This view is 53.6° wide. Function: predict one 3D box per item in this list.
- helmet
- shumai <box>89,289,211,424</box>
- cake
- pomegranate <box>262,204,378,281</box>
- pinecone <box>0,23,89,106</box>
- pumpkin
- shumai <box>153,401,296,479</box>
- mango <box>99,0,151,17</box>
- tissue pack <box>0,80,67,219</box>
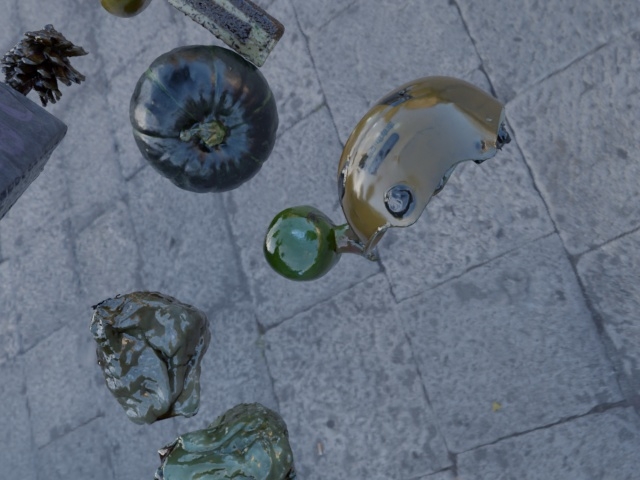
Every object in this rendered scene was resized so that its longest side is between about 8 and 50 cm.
[{"bbox_3d":[0.098,-0.098,0.712,0.224,0.198,0.130,-40,86,24],"label":"helmet"},{"bbox_3d":[-0.242,0.189,0.987,0.185,0.183,0.218,57,159,19],"label":"shumai"},{"bbox_3d":[-0.194,-0.484,1.381,0.112,0.246,0.135,-52,38,14],"label":"cake"},{"bbox_3d":[0.000,0.000,1.080,0.191,0.152,0.131,-7,98,21],"label":"pomegranate"},{"bbox_3d":[-0.616,-0.387,1.411,0.195,0.150,0.179,-41,24,-9],"label":"pinecone"},{"bbox_3d":[-0.247,-0.260,1.376,0.323,0.323,0.241,-64,29,10],"label":"pumpkin"},{"bbox_3d":[-0.184,0.379,1.089,0.256,0.218,0.189,-37,56,42],"label":"shumai"},{"bbox_3d":[-0.329,-0.450,1.086,0.136,0.099,0.227,-61,23,9],"label":"mango"},{"bbox_3d":[-0.202,-0.049,0.307,0.051,0.112,0.156,-50,20,18],"label":"tissue pack"}]
